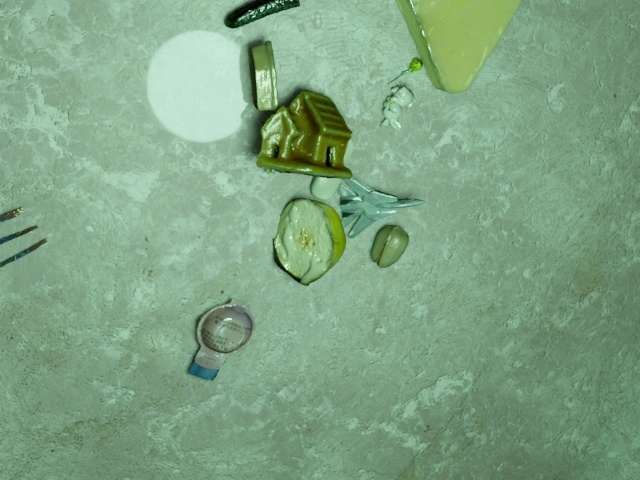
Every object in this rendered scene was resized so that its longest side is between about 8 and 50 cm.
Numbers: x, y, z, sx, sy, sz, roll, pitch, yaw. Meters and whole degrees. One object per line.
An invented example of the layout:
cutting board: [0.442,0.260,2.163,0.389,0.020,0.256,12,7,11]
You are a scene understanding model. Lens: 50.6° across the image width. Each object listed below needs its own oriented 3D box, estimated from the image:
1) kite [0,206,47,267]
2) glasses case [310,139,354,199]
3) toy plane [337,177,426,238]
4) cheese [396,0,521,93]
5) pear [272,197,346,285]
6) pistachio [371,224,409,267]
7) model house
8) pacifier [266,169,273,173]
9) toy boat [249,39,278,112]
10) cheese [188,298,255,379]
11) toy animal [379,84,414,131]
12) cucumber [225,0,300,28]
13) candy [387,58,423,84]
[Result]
kite: [-0.930,0.038,1.812,0.360,0.022,0.204,-30,116,-6]
glasses case: [0.036,-0.220,2.042,0.081,0.051,0.204,21,101,-21]
toy plane: [0.190,-0.117,2.098,0.267,0.088,0.212,-6,113,3]
cheese: [0.432,-0.665,1.993,0.383,0.104,0.384,-6,110,-17]
pear: [0.001,-0.002,2.049,0.178,0.267,0.267,-6,113,-44]
pistachio: [0.219,0.018,2.163,0.113,0.113,0.149,22,99,-25]
model house: [-0.040,-0.299,1.897,0.268,0.173,0.239,2,99,-48]
pacifier: [-0.142,-0.234,1.983,0.064,0.068,0.083,36,75,7]
toy boat: [-0.157,-0.450,1.858,0.061,0.116,0.188,-7,113,-10]
cheese: [-0.309,0.309,2.101,0.189,0.074,0.286,23,104,-24]
toy animal: [0.224,-0.400,2.035,0.124,0.071,0.085,-54,135,-4]
cucumber: [-0.160,-0.624,1.830,0.214,0.052,0.058,-23,143,-8]
candy: [0.253,-0.504,2.034,0.123,0.035,0.035,-32,128,5]
